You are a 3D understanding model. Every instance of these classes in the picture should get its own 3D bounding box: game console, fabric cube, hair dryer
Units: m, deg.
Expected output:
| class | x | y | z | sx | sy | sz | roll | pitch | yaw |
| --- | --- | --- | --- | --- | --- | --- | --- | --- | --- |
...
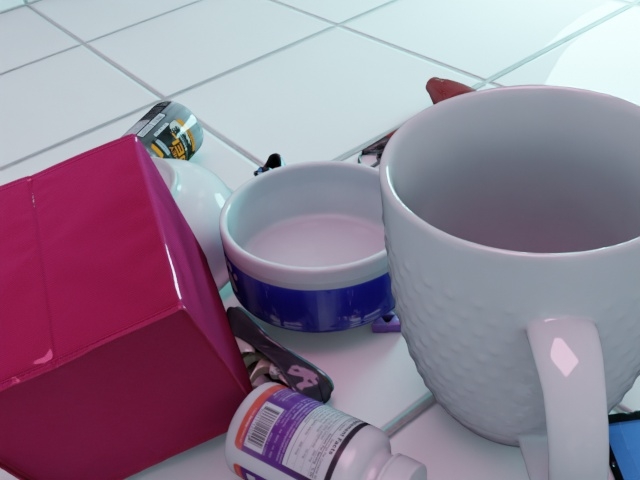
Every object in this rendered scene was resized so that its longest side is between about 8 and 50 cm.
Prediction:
| class | x | y | z | sx | sy | sz | roll | pitch | yaw |
| --- | --- | --- | --- | --- | --- | --- | --- | --- | --- |
| game console | 0.354 | 0.207 | 0.697 | 0.071 | 0.107 | 0.122 | 16 | 37 | -14 |
| fabric cube | -0.249 | 0.091 | 0.761 | 0.259 | 0.254 | 0.258 | -23 | 52 | -4 |
| hair dryer | 0.200 | -0.223 | 1.249 | 0.223 | 0.080 | 0.293 | 7 | 41 | 20 |

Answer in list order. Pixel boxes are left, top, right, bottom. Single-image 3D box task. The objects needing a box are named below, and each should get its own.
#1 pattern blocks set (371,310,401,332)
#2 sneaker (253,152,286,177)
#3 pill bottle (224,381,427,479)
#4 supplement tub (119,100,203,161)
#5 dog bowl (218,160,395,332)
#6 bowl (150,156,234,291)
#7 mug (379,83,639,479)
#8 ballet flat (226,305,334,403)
| class | x | y | z | sx | sy | sz | roll | pitch | yaw |
| --- | --- | --- | --- | --- | --- | --- | --- | --- | --- |
| pattern blocks set | 0.118 | 0.012 | 1.018 | 0.285 | 0.026 | 0.325 | 9 | 42 | 21 |
| sneaker | -0.101 | -0.087 | 1.148 | 0.063 | 0.073 | 0.162 | 6 | 44 | 18 |
| pill bottle | 0.006 | 0.229 | 0.709 | 0.193 | 0.108 | 0.108 | 18 | 46 | 29 |
| supplement tub | -0.305 | -0.161 | 1.247 | 0.117 | 0.117 | 0.190 | 8 | 43 | 21 |
| dog bowl | 0.000 | 0.000 | 0.933 | 0.264 | 0.104 | 0.265 | -2 | 36 | 2 |
| bowl | -0.259 | -0.031 | 1.029 | 0.297 | 0.134 | 0.298 | -8 | 46 | 9 |
| mug | 0.209 | 0.081 | 0.674 | 0.276 | 0.328 | 0.374 | -5 | 39 | 6 |
| ballet flat | -0.073 | 0.150 | 0.856 | 0.074 | 0.074 | 0.203 | -35 | 47 | -28 |
